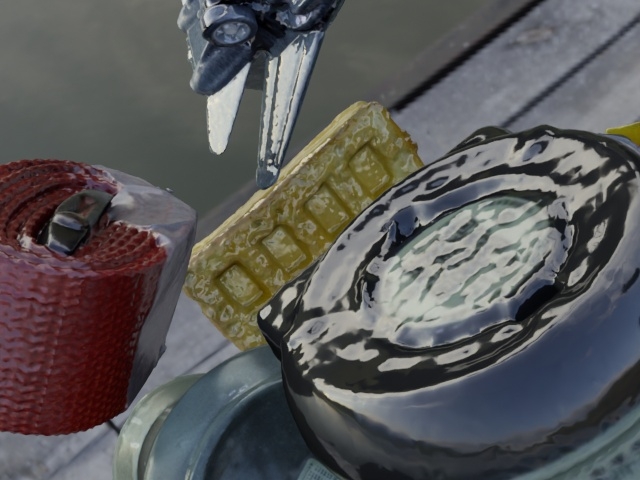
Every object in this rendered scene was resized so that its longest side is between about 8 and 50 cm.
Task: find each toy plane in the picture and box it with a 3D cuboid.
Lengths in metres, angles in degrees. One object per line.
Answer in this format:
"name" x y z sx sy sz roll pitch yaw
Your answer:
"toy plane" -0.011 -0.171 0.620 0.088 0.267 0.212 0 64 -31

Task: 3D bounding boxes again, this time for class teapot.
"teapot" -0.051 0.160 0.682 0.203 0.171 0.225 -53 13 -18

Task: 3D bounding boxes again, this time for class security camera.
"security camera" 0.124 0.105 0.542 0.197 0.277 0.191 -39 30 -9

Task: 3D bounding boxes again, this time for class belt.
"belt" -0.151 0.033 0.645 0.128 0.124 0.201 18 17 1

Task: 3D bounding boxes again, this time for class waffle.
"waffle" 0.000 0.000 1.154 0.274 0.168 0.057 -42 23 -1

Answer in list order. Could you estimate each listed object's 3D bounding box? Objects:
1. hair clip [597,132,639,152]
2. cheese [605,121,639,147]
"hair clip" 0.327 0.005 1.151 0.110 0.095 0.358 -10 49 7
"cheese" 0.401 -0.042 1.308 0.093 0.126 0.171 -11 74 27
